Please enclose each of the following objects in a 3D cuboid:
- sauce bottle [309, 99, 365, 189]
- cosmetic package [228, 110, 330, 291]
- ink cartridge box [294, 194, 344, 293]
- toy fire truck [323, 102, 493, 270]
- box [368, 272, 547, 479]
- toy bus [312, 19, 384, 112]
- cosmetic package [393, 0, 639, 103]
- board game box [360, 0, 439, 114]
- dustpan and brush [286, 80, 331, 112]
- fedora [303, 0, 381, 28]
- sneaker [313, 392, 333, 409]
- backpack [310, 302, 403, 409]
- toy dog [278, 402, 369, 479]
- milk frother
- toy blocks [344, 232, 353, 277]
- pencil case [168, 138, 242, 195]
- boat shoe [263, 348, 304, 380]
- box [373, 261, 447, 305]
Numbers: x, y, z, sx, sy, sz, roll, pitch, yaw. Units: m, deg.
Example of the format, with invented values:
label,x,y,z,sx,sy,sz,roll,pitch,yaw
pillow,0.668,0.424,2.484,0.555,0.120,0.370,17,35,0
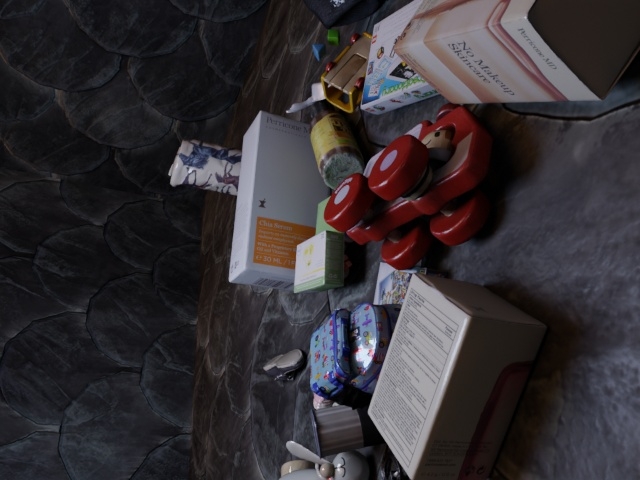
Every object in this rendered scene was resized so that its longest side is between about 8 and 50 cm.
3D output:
label,x,y,z,sx,sy,sz,roll,pitch,yaw
sauce bottle,0.028,-0.264,1.277,0.344,0.111,0.111,-105,33,-48
cosmetic package,-0.104,-0.102,1.379,0.161,0.230,0.453,145,131,-60
ink cartridge box,0.000,0.000,1.159,0.171,0.056,0.235,154,121,-62
toy fire truck,0.155,-0.113,0.835,0.302,0.169,0.254,-33,31,50
box,0.176,0.182,0.680,0.148,0.127,0.232,-135,59,-65
toy bus,0.093,-0.402,1.183,0.104,0.202,0.191,73,-171,-67
cosmetic package,0.243,-0.272,0.652,0.129,0.153,0.296,-57,22,1
board game box,0.192,-0.368,0.956,0.305,0.053,0.193,5,84,62
dustpan and brush,0.001,-0.395,1.340,0.147,0.211,0.060,-138,32,-65
fedora,0.054,-0.639,1.269,0.334,0.334,0.152,8,118,69
sneaker,0.019,0.342,1.105,0.134,0.051,0.070,140,134,-63
backpack,0.071,0.178,0.824,0.173,0.117,0.158,-47,30,43
toy dog,-0.041,0.504,1.025,0.220,0.161,0.333,-115,41,-56
milk frother,0.063,0.360,0.863,0.143,0.135,0.129,-110,12,-57
toy blocks,0.051,0.025,1.166,0.148,0.054,0.123,132,144,-52
pencil case,-0.292,-0.223,1.658,0.183,0.410,0.160,128,148,-62
boat shoe,-0.091,0.354,1.388,0.065,0.075,0.206,55,146,-2
box,0.143,0.160,0.884,0.159,0.044,0.233,-175,95,-68
